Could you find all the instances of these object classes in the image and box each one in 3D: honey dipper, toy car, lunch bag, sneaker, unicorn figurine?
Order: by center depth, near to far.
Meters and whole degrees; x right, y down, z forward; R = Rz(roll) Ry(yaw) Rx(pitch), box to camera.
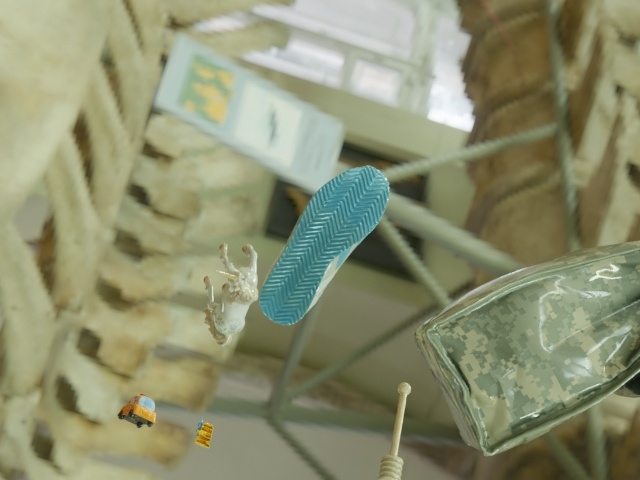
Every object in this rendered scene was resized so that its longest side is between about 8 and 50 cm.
[{"bbox_3d":[0.255,0.094,1.556,0.169,0.287,0.235,63,-2,4],"label":"lunch bag"},{"bbox_3d":[-0.097,0.055,1.722,0.111,0.060,0.162,-107,-164,-47],"label":"unicorn figurine"},{"bbox_3d":[0.000,0.000,1.925,0.228,0.087,0.092,-52,-176,1],"label":"sneaker"},{"bbox_3d":[-0.197,0.231,1.970,0.060,0.122,0.040,133,-23,-68],"label":"toy car"},{"bbox_3d":[0.101,0.254,2.028,0.030,0.030,0.160,114,-9,-51],"label":"honey dipper"}]
